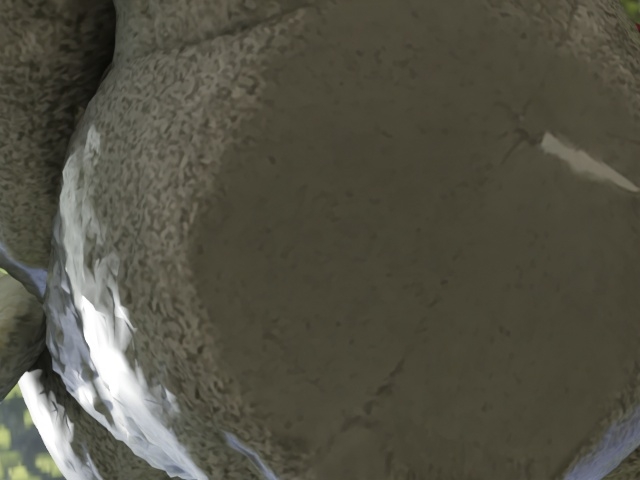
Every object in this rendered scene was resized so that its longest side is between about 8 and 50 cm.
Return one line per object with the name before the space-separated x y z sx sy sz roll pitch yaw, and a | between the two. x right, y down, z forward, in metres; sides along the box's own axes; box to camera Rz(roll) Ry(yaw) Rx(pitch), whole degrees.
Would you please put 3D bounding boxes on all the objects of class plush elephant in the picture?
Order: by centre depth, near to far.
plush elephant | 0.000 0.000 0.493 0.272 0.255 0.330 27 -100 -17
